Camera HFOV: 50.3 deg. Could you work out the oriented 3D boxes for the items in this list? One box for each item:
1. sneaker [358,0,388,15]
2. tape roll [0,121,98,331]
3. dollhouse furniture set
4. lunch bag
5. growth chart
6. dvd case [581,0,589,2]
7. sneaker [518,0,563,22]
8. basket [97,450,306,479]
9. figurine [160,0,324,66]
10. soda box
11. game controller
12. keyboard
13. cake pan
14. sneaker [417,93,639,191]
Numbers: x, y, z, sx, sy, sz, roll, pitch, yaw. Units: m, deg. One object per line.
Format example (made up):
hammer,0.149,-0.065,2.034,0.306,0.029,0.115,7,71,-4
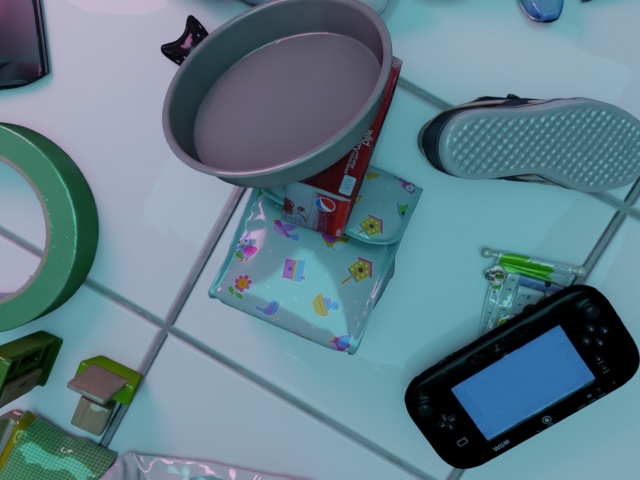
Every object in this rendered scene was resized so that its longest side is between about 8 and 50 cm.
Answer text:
sneaker,0.004,-0.380,0.953,0.212,0.080,0.094,42,140,13
tape roll,-0.508,-0.021,1.041,0.322,0.077,0.321,1,97,5
dollhouse furniture set,-0.426,0.318,1.032,0.198,0.151,0.301,24,99,3
lunch bag,0.000,0.000,0.950,0.224,0.160,0.262,23,87,7
growth chart,0.308,0.134,0.997,0.172,0.021,0.237,6,99,6
dvd case,0.408,-0.455,0.914,0.165,0.018,0.221,-16,94,15
sneaker,0.297,-0.375,0.915,0.064,0.073,0.162,-7,95,7
basket,-0.191,0.502,0.939,0.329,0.331,0.266,7,99,6
figurine,-0.092,-0.281,0.966,0.209,0.092,0.215,42,98,5
soda box,0.032,-0.136,0.890,0.084,0.092,0.263,19,57,4
game controller,0.283,0.197,0.965,0.319,0.067,0.166,-34,93,11
keyboard,-0.525,-0.385,1.027,0.202,0.033,0.317,-6,95,0
cake pan,-0.050,-0.181,0.827,0.293,0.054,0.293,-11,55,16
sneaker,0.286,-0.137,0.928,0.321,0.127,0.126,2,104,-19
